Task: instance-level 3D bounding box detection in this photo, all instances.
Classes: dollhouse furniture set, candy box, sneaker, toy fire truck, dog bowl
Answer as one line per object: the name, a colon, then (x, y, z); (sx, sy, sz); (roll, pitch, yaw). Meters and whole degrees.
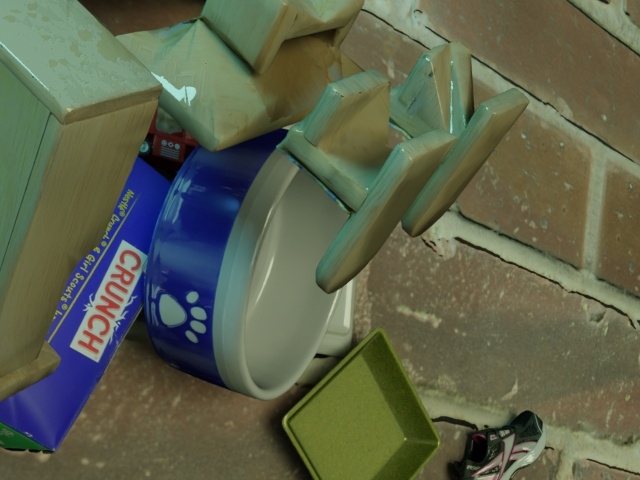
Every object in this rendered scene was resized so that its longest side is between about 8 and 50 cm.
dollhouse furniture set: (-0.117, -0.088, 0.646); (0.362, 0.256, 0.394); (44, 38, 13)
candy box: (-0.304, -0.011, 0.727); (0.317, 0.122, 0.268); (41, 59, -27)
sneaker: (0.247, 0.286, 1.178); (0.178, 0.072, 0.077); (-39, 98, -42)
toy fire truck: (-0.134, -0.134, 0.929); (0.192, 0.047, 0.135); (15, 75, -36)
dog bowl: (-0.060, 0.018, 0.850); (0.265, 0.104, 0.265); (15, 90, -70)

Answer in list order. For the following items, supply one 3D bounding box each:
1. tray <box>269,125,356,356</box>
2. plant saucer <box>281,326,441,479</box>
tray: (0.000, 0.000, 1.034); (0.145, 0.030, 0.270); (14, 76, -38)
plant saucer: (0.043, 0.231, 1.030); (0.188, 0.045, 0.188); (-39, 109, -35)
